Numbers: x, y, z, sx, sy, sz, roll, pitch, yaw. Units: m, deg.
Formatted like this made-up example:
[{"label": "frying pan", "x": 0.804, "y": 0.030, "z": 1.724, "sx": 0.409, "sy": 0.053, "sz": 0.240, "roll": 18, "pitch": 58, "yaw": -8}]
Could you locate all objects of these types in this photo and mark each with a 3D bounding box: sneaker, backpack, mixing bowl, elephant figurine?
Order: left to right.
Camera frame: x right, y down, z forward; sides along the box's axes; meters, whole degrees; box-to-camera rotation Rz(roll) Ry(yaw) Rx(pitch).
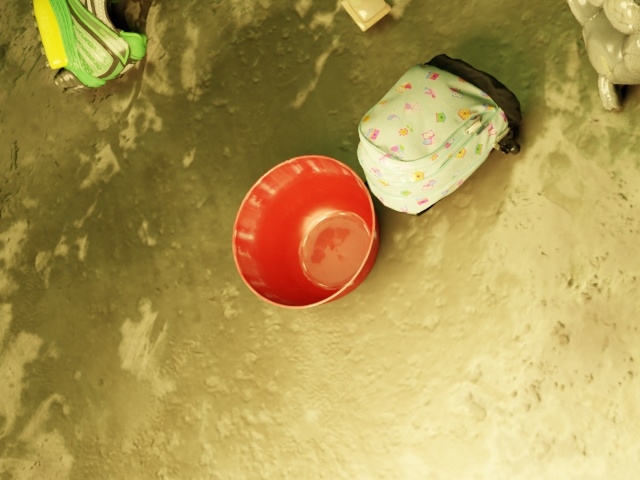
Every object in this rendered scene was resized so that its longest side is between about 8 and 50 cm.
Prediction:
[{"label": "sneaker", "x": -0.325, "y": -0.378, "z": 1.835, "sx": 0.146, "sy": 0.134, "sz": 0.343, "roll": -18, "pitch": 91, "yaw": 10}, {"label": "mixing bowl", "x": 0.000, "y": 0.000, "z": 1.587, "sx": 0.181, "sy": 0.098, "sz": 0.181, "roll": -8, "pitch": 73, "yaw": 26}, {"label": "backpack", "x": 0.120, "y": -0.120, "z": 1.529, "sx": 0.152, "sy": 0.115, "sz": 0.182, "roll": 30, "pitch": 65, "yaw": 35}, {"label": "elephant figurine", "x": 0.395, "y": -0.276, "z": 1.445, "sx": 0.239, "sy": 0.186, "sz": 0.169, "roll": -32, "pitch": 97, "yaw": -13}]

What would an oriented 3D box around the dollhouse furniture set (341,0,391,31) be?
[{"label": "dollhouse furniture set", "x": 0.066, "y": -0.488, "z": 1.733, "sx": 0.303, "sy": 0.174, "sz": 0.355, "roll": -36, "pitch": 91, "yaw": -1}]
